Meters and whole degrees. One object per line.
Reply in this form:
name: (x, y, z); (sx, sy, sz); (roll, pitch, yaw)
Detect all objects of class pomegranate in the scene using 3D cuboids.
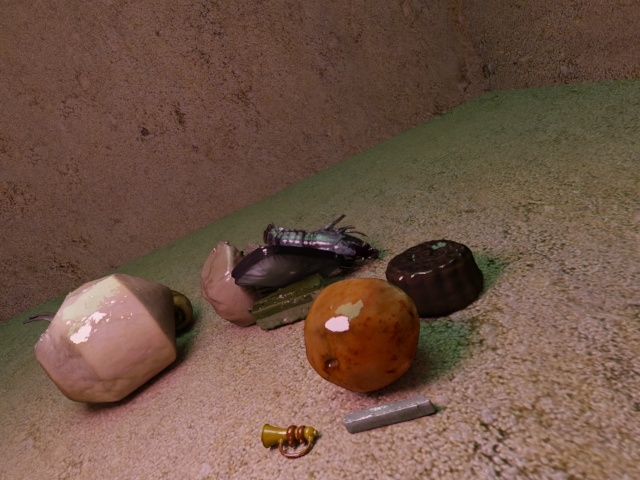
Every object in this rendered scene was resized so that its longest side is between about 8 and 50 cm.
pomegranate: (0.082, 0.183, 0.981); (0.248, 0.248, 0.248); (-23, 17, 8)

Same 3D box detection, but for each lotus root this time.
lotus root: (-0.554, 0.248, 1.768); (0.154, 0.154, 0.278); (-34, 17, -26)

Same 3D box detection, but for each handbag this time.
handbag: (-0.087, 0.083, 1.422); (0.332, 0.074, 0.192); (10, -40, -45)

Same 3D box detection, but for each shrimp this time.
shrimp: (0.008, 0.016, 1.589); (0.411, 0.221, 0.166); (7, 10, 2)

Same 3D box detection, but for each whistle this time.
whistle: (-0.061, 0.374, 0.917); (0.109, 0.046, 0.057); (-10, 8, 25)

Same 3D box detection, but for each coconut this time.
coconut: (-0.616, 0.275, 1.450); (0.416, 0.344, 0.415); (-25, 19, 9)

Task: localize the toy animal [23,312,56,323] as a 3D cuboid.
toy animal: (-0.860, 0.316, 1.704); (0.302, 0.284, 0.225); (-35, 8, 27)

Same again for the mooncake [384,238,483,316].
mooncake: (0.274, 0.081, 1.185); (0.228, 0.124, 0.228); (-22, 16, 7)

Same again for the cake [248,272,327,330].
cake: (-0.081, 0.180, 1.408); (0.236, 0.100, 0.099); (-20, 16, 13)

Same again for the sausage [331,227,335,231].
sausage: (0.000, 0.000, 1.905); (0.062, 0.054, 0.183); (24, 40, 25)

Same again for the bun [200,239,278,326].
bun: (-0.262, 0.144, 1.533); (0.205, 0.281, 0.281); (-25, 15, 30)

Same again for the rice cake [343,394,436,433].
rice cake: (0.121, 0.310, 0.867); (0.171, 0.033, 0.029); (-20, 19, 17)
